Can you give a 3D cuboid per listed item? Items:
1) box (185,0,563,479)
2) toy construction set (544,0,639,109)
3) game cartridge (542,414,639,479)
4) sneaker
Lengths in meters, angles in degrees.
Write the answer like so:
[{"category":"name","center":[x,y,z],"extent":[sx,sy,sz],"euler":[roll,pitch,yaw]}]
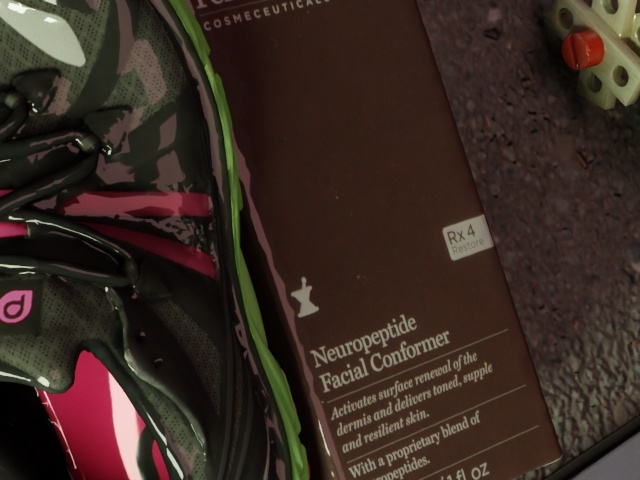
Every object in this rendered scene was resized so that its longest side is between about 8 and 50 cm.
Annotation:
[{"category":"box","center":[0.000,0.000,1.217],"extent":[0.191,0.143,0.381],"euler":[-19,90,-37]},{"category":"toy construction set","center":[0.348,-0.175,1.450],"extent":[0.327,0.151,0.215],"euler":[-23,77,-22]},{"category":"game cartridge","center":[0.261,0.256,1.401],"extent":[0.355,0.068,0.230],"euler":[-27,92,-37]},{"category":"sneaker","center":[-0.144,0.004,1.049],"extent":[0.202,0.185,0.483],"euler":[-21,89,-65]}]
